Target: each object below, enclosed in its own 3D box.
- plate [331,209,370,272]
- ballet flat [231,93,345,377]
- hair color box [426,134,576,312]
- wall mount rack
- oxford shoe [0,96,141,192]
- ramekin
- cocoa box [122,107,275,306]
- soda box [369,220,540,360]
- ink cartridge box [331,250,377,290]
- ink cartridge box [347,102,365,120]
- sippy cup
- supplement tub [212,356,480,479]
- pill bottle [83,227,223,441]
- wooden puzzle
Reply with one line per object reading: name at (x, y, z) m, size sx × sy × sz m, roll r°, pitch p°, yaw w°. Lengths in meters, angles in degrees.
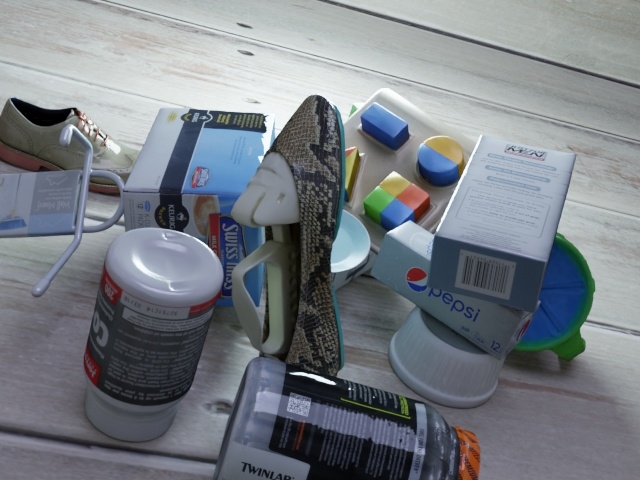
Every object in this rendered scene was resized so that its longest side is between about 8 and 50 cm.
plate at (0.000, 0.000, 1.785) m, size 0.188 × 0.024 × 0.188 m, roll 6°, pitch 43°, yaw -6°
ballet flat at (-0.054, 0.019, 1.485) m, size 0.182 × 0.483 × 0.164 m, roll -9°, pitch 19°, yaw -28°
hair color box at (0.325, -0.042, 1.672) m, size 0.185 × 0.113 × 0.374 m, roll 14°, pitch 36°, yaw 14°
wall mount rack at (-0.504, -0.033, 1.552) m, size 0.350 × 0.130 × 0.304 m, roll -3°, pitch 69°, yaw 14°
oxford shoe at (-0.470, -0.189, 1.890) m, size 0.348 × 0.130 × 0.123 m, roll 13°, pitch 31°, yaw -11°
ramekin at (0.235, 0.191, 1.711) m, size 0.207 × 0.109 × 0.207 m, roll 14°, pitch 30°, yaw -9°
cocoa box at (-0.203, -0.068, 1.710) m, size 0.228 × 0.231 × 0.347 m, roll 3°, pitch 30°, yaw 0°
soda box at (0.235, 0.083, 1.682) m, size 0.286 × 0.098 × 0.091 m, roll 33°, pitch 33°, yaw 22°
ink cartridge box at (0.019, 0.007, 1.899) m, size 0.158 × 0.092 × 0.218 m, roll 33°, pitch 32°, yaw 21°
ink cartridge box at (0.153, -0.152, 2.123) m, size 0.117 × 0.201 × 0.278 m, roll -3°, pitch 38°, yaw -32°
sippy cup at (0.402, 0.081, 1.868) m, size 0.240 × 0.305 × 0.224 m, roll 1°, pitch 7°, yaw 7°
supplement tub at (0.035, 0.301, 1.322) m, size 0.338 × 0.207 × 0.207 m, roll 17°, pitch 30°, yaw -5°
pill bottle at (-0.246, 0.138, 1.344) m, size 0.161 × 0.283 × 0.161 m, roll 14°, pitch 31°, yaw -9°
wooden puzzle at (0.142, -0.151, 1.913) m, size 0.322 × 0.080 × 0.348 m, roll 36°, pitch 66°, yaw 26°
